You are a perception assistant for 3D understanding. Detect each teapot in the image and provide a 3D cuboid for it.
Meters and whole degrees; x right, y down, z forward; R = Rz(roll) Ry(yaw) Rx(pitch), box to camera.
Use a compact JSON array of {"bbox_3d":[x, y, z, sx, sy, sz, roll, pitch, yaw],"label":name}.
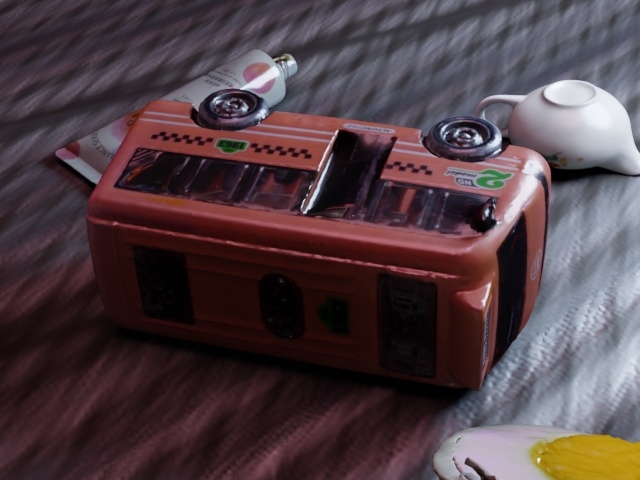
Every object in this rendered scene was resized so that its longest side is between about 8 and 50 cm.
[{"bbox_3d":[0.297,-0.146,1.487,0.226,0.092,0.145,16,37,28],"label":"teapot"}]

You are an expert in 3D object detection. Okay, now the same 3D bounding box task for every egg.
[{"bbox_3d":[0.205,0.243,0.872,0.264,0.174,0.286,17,12,28],"label":"egg"}]

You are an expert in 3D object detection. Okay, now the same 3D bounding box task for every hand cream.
[{"bbox_3d":[-0.167,-0.163,1.542,0.341,0.077,0.124,-31,45,-29],"label":"hand cream"}]

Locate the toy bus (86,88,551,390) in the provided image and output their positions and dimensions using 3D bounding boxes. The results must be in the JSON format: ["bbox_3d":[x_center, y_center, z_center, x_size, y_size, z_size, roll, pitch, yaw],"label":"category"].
[{"bbox_3d":[0.000,0.000,1.188,0.427,0.203,0.233,9,40,15],"label":"toy bus"}]
